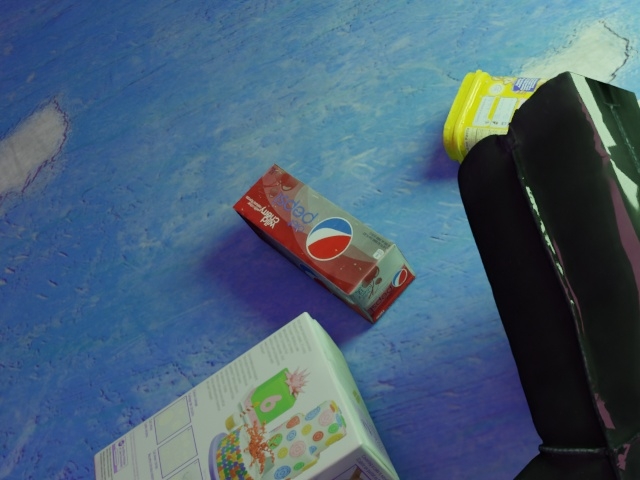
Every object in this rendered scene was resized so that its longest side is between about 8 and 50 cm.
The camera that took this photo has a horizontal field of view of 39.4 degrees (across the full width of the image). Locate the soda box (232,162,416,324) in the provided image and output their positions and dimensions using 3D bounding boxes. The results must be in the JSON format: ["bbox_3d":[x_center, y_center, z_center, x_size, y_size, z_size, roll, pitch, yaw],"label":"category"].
[{"bbox_3d":[0.000,0.000,1.198,0.092,0.083,0.263,-47,48,-7],"label":"soda box"}]

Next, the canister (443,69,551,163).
[{"bbox_3d":[0.261,-0.155,1.161,0.170,0.073,0.126,10,65,33],"label":"canister"}]

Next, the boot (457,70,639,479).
[{"bbox_3d":[0.200,0.111,0.863,0.367,0.146,0.445,-33,58,35],"label":"boot"}]

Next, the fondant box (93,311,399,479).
[{"bbox_3d":[-0.099,0.264,1.032,0.330,0.096,0.238,-35,34,6],"label":"fondant box"}]

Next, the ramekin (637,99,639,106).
[{"bbox_3d":[0.407,-0.025,0.950,0.273,0.127,0.272,-15,52,21],"label":"ramekin"}]
